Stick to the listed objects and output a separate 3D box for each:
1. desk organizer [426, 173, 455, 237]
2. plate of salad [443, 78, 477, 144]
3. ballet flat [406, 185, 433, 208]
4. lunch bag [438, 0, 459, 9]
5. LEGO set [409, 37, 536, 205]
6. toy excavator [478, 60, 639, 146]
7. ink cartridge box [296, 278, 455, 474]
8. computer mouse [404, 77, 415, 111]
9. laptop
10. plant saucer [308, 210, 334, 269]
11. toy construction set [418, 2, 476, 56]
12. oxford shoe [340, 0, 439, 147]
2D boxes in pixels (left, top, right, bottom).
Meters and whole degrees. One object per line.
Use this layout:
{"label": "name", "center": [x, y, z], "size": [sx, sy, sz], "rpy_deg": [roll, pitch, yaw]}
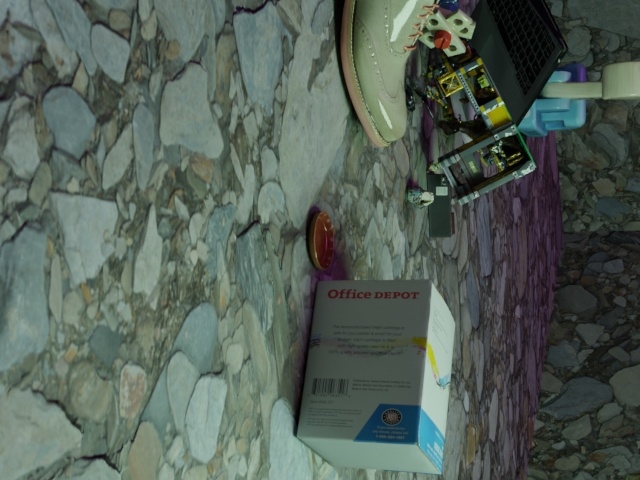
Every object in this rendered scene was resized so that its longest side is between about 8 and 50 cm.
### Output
{"label": "desk organizer", "center": [0.248, -0.073, 2.084], "size": [0.050, 0.047, 0.130], "rpy_deg": [-28, 116, -71]}
{"label": "plate of salad", "center": [0.307, -0.298, 2.258], "size": [0.200, 0.048, 0.200], "rpy_deg": [-12, 90, -68]}
{"label": "ballet flat", "center": [0.195, -0.081, 1.946], "size": [0.114, 0.041, 0.041], "rpy_deg": [12, 78, -70]}
{"label": "lunch bag", "center": [0.240, -0.479, 2.045], "size": [0.098, 0.065, 0.067], "rpy_deg": [44, 28, -66]}
{"label": "LEGO set", "center": [0.275, -0.224, 2.016], "size": [0.331, 0.192, 0.255], "rpy_deg": [59, 11, -22]}
{"label": "toy excavator", "center": [0.599, -0.364, 2.485], "size": [0.433, 0.445, 0.222], "rpy_deg": [1, 88, -71]}
{"label": "ink cartridge box", "center": [0.085, 0.190, 1.429], "size": [0.168, 0.171, 0.233], "rpy_deg": [54, 40, -58]}
{"label": "computer mouse", "center": [0.132, -0.280, 1.795], "size": [0.242, 0.041, 0.071], "rpy_deg": [46, 30, -69]}
{"label": "laptop", "center": [0.337, -0.495, 2.124], "size": [0.408, 0.236, 0.382], "rpy_deg": [117, -28, -43]}
{"label": "plant saucer", "center": [0.000, 0.000, 1.432], "size": [0.083, 0.013, 0.084], "rpy_deg": [0, 90, -71]}
{"label": "toy construction set", "center": [0.181, -0.480, 1.787], "size": [0.215, 0.151, 0.328], "rpy_deg": [62, 22, -52]}
{"label": "oxford shoe", "center": [0.110, -0.333, 1.553], "size": [0.140, 0.146, 0.397], "rpy_deg": [-58, 143, -61]}
